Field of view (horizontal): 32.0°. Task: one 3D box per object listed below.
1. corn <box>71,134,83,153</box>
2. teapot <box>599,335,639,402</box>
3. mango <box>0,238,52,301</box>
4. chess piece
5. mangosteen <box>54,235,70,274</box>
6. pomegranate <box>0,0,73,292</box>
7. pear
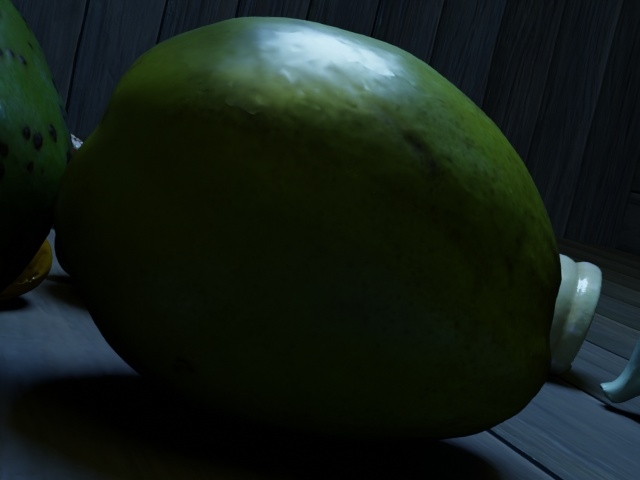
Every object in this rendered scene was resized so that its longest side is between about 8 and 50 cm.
[{"bbox_3d":[-0.409,-0.104,1.438,0.092,0.092,0.280,17,10,31],"label":"corn"},{"bbox_3d":[0.418,0.113,0.947,0.318,0.149,0.220,9,-1,-24],"label":"teapot"},{"bbox_3d":[-0.250,0.014,0.829,0.077,0.063,0.127,21,13,20],"label":"mango"},{"bbox_3d":[0.068,0.004,1.082,0.397,0.117,0.117,22,6,1],"label":"chess piece"},{"bbox_3d":[-0.140,-0.019,0.974,0.200,0.199,0.200,13,6,-1],"label":"mangosteen"},{"bbox_3d":[-0.283,-0.055,0.655,0.270,0.254,0.254,-11,-11,39],"label":"pomegranate"},{"bbox_3d":[0.000,0.000,0.675,0.307,0.253,0.253,23,6,-2],"label":"pear"}]
